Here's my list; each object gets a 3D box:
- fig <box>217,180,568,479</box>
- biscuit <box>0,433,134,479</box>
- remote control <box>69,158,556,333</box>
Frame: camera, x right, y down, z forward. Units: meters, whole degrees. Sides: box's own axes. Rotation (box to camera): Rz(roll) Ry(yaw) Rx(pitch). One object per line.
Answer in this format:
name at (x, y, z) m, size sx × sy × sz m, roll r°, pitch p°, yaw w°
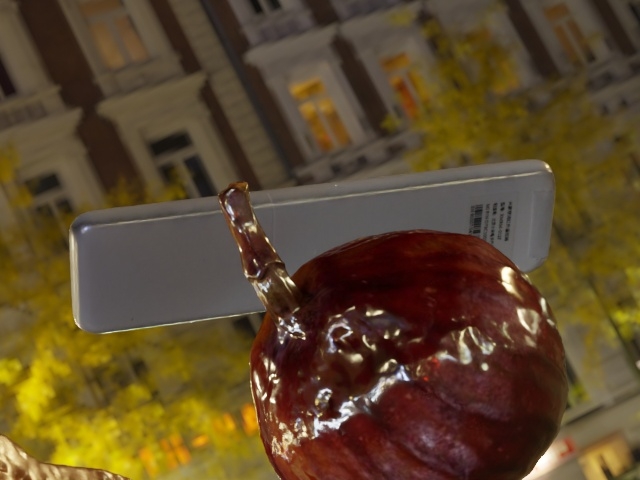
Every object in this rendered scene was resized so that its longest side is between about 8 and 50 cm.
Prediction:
fig at (0.033, 0.043, 0.600) m, size 0.128 × 0.128 × 0.150 m, roll -23°, pitch -51°, yaw -17°
biscuit at (-0.106, 0.319, 1.000) m, size 0.078 × 0.455 × 0.350 m, roll -38°, pitch -3°, yaw 12°
remote control at (0.000, 0.000, 0.799) m, size 0.261 × 0.029 × 0.067 m, roll -7°, pitch -60°, yaw -17°
